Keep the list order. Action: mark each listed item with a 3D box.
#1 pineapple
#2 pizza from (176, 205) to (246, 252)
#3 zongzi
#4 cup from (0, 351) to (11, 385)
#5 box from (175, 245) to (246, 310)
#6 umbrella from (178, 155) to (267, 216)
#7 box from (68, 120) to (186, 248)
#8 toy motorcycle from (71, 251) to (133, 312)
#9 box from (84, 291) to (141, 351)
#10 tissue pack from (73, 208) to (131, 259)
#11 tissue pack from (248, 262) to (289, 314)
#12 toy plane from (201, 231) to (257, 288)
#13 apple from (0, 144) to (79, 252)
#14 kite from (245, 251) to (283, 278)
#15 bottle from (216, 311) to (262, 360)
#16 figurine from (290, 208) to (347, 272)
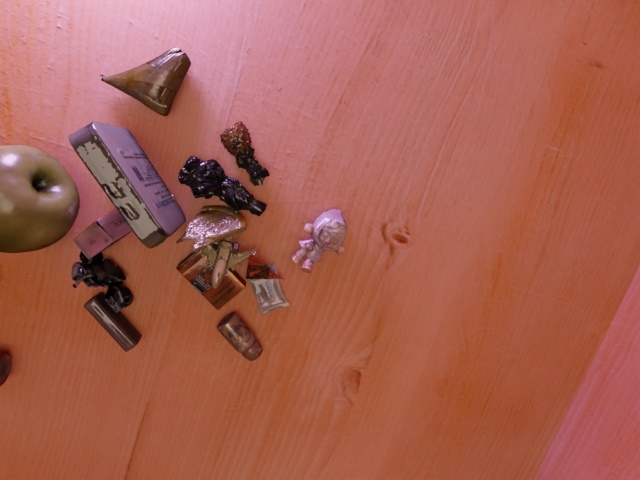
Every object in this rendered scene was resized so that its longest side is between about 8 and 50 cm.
[{"bbox_3d":[-0.272,-0.310,1.508,0.111,0.119,0.237,-26,107,13],"label":"pineapple"},{"bbox_3d":[-0.413,-0.052,1.516,0.262,0.181,0.034,-34,151,-29],"label":"pizza"},{"bbox_3d":[-0.599,-0.588,1.415,0.256,0.115,0.228,28,94,-2],"label":"zongzi"},{"bbox_3d":[-1.334,0.460,1.539,0.263,0.182,0.226,5,71,-16],"label":"cup"},{"bbox_3d":[-0.427,0.138,1.617,0.152,0.070,0.237,-40,103,3],"label":"box"},{"bbox_3d":[-0.366,-0.178,1.525,0.336,0.128,0.154,42,93,-17],"label":"umbrella"},{"bbox_3d":[-0.607,-0.183,1.351,0.111,0.396,0.397,-30,104,-2],"label":"box"},{"bbox_3d":[-0.817,0.153,1.527,0.106,0.159,0.271,-25,104,21],"label":"toy motorcycle"},{"bbox_3d":[-0.801,0.315,1.590,0.055,0.103,0.244,-35,105,-3],"label":"box"},{"bbox_3d":[-0.739,-0.035,1.435,0.246,0.148,0.093,-20,111,43],"label":"tissue pack"},{"bbox_3d":[-0.216,0.202,1.680,0.122,0.026,0.193,-20,104,-3],"label":"tissue pack"},{"bbox_3d":[-0.365,0.052,1.544,0.241,0.104,0.256,16,64,-15],"label":"toy plane"},{"bbox_3d":[-0.997,-0.129,1.349,0.357,0.357,0.358,-2,103,-7],"label":"apple"},{"bbox_3d":[-0.250,0.127,1.619,0.125,0.008,0.222,-27,134,22],"label":"kite"},{"bbox_3d":[-0.328,0.402,1.679,0.110,0.097,0.209,-24,109,38],"label":"bottle"},{"bbox_3d":[0.000,-0.001,1.611,0.200,0.133,0.276,36,101,-26],"label":"figurine"}]
